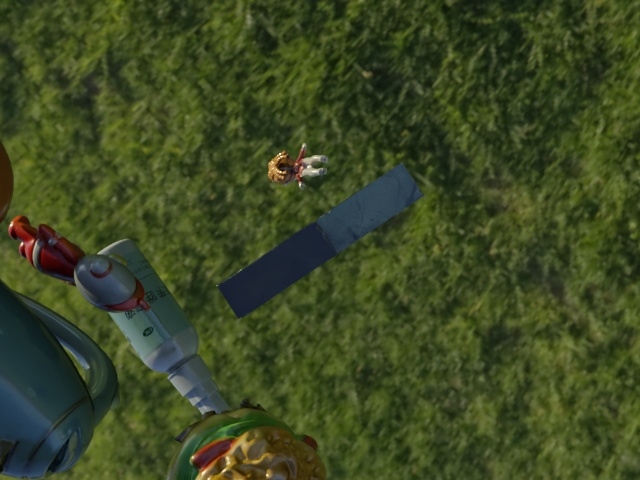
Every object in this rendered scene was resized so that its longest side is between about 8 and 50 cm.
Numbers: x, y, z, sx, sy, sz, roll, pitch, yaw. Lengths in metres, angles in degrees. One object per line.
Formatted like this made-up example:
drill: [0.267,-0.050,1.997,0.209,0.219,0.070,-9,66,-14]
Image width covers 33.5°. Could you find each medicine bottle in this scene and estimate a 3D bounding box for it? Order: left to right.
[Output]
medicine bottle: [-0.279,0.165,1.875,0.352,0.110,0.110,54,145,8]

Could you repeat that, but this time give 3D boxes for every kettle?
kettle: [-0.451,0.182,1.523,0.342,0.319,0.247,36,122,6]

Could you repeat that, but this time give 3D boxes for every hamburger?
hamburger: [-0.090,0.345,1.447,0.149,0.237,0.237,25,147,54]

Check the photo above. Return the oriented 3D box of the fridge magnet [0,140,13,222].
fridge magnet: [-0.587,-0.110,1.406,0.364,0.363,0.155,39,120,1]

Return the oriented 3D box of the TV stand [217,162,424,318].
TV stand: [0.000,0.000,1.236,0.049,0.256,0.040,56,178,-1]

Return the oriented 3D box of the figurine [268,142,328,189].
figurine: [-0.030,-0.098,1.423,0.047,0.064,0.109,12,170,-37]

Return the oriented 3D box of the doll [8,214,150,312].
doll: [-0.345,0.042,1.545,0.245,0.076,0.142,24,154,19]
